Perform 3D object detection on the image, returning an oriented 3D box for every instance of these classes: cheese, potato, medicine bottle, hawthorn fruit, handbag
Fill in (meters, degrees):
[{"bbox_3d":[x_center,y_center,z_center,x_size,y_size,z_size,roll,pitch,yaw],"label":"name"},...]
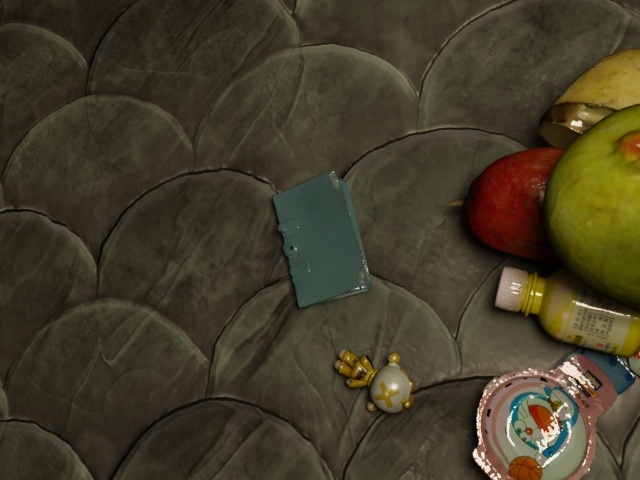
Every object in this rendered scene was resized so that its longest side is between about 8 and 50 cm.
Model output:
[{"bbox_3d":[0.358,0.264,0.983,0.286,0.074,0.189,-36,73,-11],"label":"cheese"},{"bbox_3d":[0.511,-0.187,0.984,0.285,0.242,0.243,27,85,27],"label":"potato"},{"bbox_3d":[0.383,0.097,0.988,0.212,0.122,0.122,13,81,16],"label":"medicine bottle"},{"bbox_3d":[0.324,-0.061,1.013,0.251,0.189,0.190,12,80,30],"label":"hawthorn fruit"},{"bbox_3d":[0.000,0.000,1.142,0.144,0.057,0.221,-20,75,16],"label":"handbag"}]

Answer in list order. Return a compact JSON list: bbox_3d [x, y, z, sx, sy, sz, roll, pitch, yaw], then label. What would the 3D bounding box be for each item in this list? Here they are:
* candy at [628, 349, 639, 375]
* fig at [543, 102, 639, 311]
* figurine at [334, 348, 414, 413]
[{"bbox_3d":[0.577,0.102,0.940,0.292,0.059,0.086,-45,56,24],"label":"candy"},{"bbox_3d":[0.444,-0.022,0.817,0.258,0.326,0.258,-28,43,30],"label":"fig"},{"bbox_3d":[0.092,0.227,1.058,0.101,0.068,0.143,-44,70,18],"label":"figurine"}]
